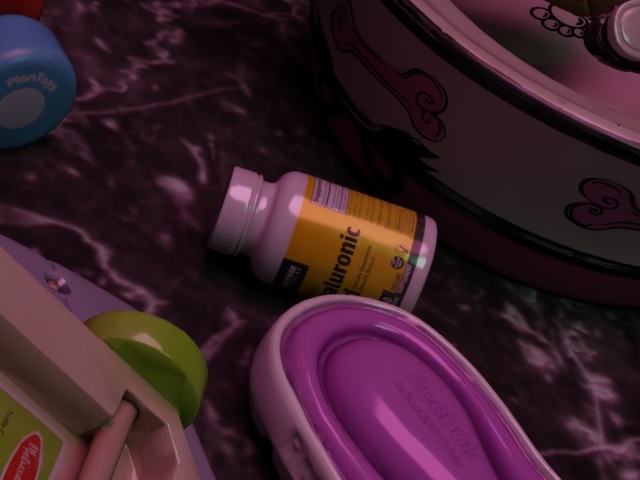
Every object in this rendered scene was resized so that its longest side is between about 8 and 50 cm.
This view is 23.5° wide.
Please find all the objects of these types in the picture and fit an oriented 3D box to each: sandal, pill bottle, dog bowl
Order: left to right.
[{"bbox_3d":[0.000,0.000,0.845,0.116,0.065,0.065,19,39,-6],"label":"pill bottle"},{"bbox_3d":[0.117,0.163,0.688,0.416,0.102,0.169,43,43,22],"label":"sandal"},{"bbox_3d":[0.174,-0.124,1.008,0.408,0.150,0.408,14,40,-13],"label":"dog bowl"}]

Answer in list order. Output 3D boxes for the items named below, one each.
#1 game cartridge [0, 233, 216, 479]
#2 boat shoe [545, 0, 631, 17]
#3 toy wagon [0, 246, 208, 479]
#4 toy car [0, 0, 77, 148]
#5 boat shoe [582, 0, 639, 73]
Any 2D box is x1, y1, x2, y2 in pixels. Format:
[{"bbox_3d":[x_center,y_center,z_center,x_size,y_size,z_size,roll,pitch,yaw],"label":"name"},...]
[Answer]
[{"bbox_3d":[-0.166,0.058,0.619,0.294,0.060,0.196,24,33,-45],"label":"game cartridge"},{"bbox_3d":[0.078,-0.234,0.896,0.277,0.098,0.096,35,39,-1],"label":"boat shoe"},{"bbox_3d":[-0.110,0.118,0.488,0.344,0.068,0.267,47,34,-24],"label":"toy wagon"},{"bbox_3d":[-0.232,-0.202,0.818,0.210,0.238,0.219,-7,48,-33],"label":"toy car"},{"bbox_3d":[0.205,-0.107,0.856,0.125,0.038,0.046,2,87,-24],"label":"boat shoe"}]
